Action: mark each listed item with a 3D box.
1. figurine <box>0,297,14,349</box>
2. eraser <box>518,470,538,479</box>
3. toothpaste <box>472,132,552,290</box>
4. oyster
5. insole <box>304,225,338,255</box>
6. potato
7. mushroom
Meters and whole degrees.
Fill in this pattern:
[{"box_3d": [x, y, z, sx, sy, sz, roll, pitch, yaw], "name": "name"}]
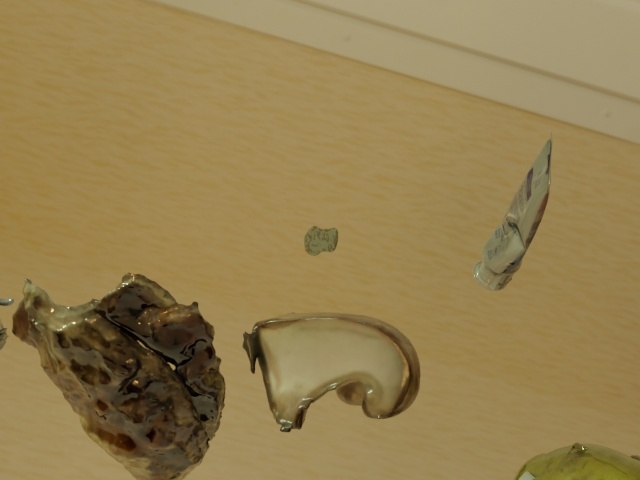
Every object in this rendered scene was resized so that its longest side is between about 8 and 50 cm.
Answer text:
[{"box_3d": [-0.559, 0.109, 1.274, 0.128, 0.183, 0.208, -55, 5, -6], "name": "figurine"}, {"box_3d": [0.258, 0.291, 0.941, 0.019, 0.038, 0.083, -48, 24, -4], "name": "eraser"}, {"box_3d": [0.277, -0.026, 1.172, 0.266, 0.061, 0.096, 103, 180, -51], "name": "toothpaste"}, {"box_3d": [-0.182, 0.136, 0.781, 0.275, 0.271, 0.100, -22, 23, 51], "name": "oyster"}, {"box_3d": [0.000, 0.000, 1.785, 0.193, 0.006, 0.065, 176, 102, -69], "name": "insole"}, {"box_3d": [0.338, 0.344, 1.022, 0.228, 0.148, 0.197, -32, 60, 41], "name": "potato"}, {"box_3d": [0.076, 0.235, 1.710, 0.397, 0.313, 0.224, 3, -105, -69], "name": "mushroom"}]
